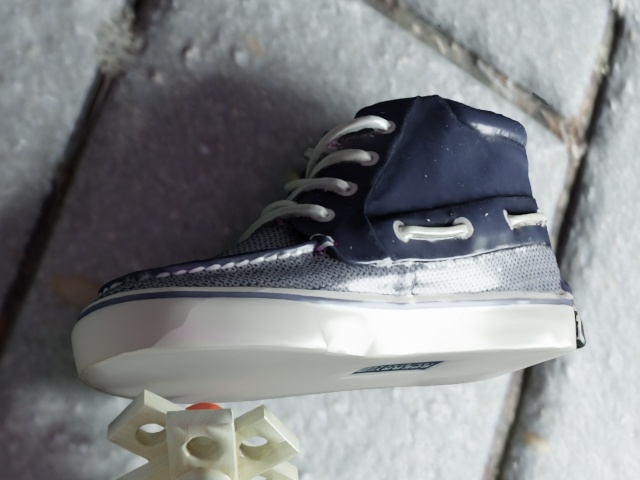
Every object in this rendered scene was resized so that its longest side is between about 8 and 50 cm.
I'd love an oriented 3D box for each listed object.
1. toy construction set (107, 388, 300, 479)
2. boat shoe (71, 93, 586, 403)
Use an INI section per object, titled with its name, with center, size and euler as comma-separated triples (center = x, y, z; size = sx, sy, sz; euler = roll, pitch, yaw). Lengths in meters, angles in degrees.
[toy construction set]
center = -0.043, 0.240, 0.897
size = 0.215, 0.151, 0.328
euler = 15, 51, -15
[boat shoe]
center = 0.000, 0.000, 1.018
size = 0.340, 0.127, 0.158
euler = 2, 71, -43
